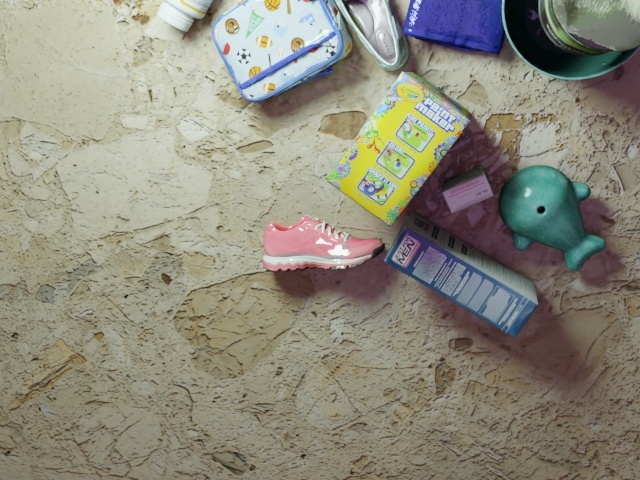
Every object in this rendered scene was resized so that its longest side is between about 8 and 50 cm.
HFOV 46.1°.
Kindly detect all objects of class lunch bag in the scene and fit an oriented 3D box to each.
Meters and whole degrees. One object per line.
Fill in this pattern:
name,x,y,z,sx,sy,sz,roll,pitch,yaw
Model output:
lunch bag,-0.084,-0.470,1.755,0.303,0.115,0.243,-24,95,23

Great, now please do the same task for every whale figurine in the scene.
whale figurine,0.533,-0.046,1.722,0.216,0.141,0.272,-42,92,16

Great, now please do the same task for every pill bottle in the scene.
pill bottle,-0.300,-0.609,1.775,0.117,0.117,0.215,34,106,2

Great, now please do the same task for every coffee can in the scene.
coffee can,0.500,-0.432,1.328,0.201,0.275,0.201,2,103,11

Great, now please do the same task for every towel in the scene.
towel,0.329,-0.587,1.683,0.228,0.076,0.308,13,104,1

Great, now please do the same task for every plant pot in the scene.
plant pot,0.525,-0.487,1.577,0.293,0.235,0.293,2,103,10

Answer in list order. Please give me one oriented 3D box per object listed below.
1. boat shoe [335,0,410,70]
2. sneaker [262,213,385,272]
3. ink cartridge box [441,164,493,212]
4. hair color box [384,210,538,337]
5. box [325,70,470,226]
boat shoe,0.104,-0.537,1.718,0.118,0.103,0.320,-24,96,15
sneaker,-0.001,0.000,1.854,0.314,0.116,0.136,-4,100,12
ink cartridge box,0.337,-0.116,1.725,0.104,0.180,0.060,-24,97,16
hair color box,0.332,0.074,1.773,0.347,0.174,0.105,31,108,3
box,0.182,-0.215,1.677,0.177,0.290,0.279,36,107,2
